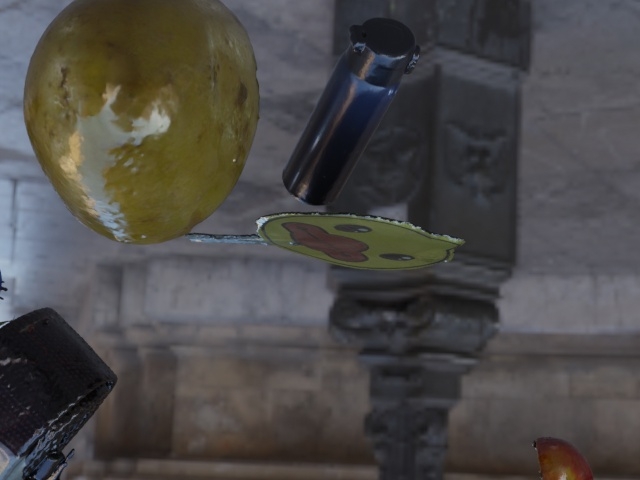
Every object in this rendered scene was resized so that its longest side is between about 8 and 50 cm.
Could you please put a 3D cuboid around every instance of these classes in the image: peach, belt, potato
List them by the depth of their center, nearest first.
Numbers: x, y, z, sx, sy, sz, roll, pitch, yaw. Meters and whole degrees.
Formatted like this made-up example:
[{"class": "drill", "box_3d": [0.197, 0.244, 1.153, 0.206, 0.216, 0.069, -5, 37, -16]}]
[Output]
[{"class": "potato", "box_3d": [-0.140, -0.100, 0.940, 0.178, 0.203, 0.158, 32, -177, 4]}, {"class": "belt", "box_3d": [-0.341, 0.218, 1.433, 0.289, 0.164, 0.184, -49, 175, 29]}, {"class": "peach", "box_3d": [0.292, 0.277, 1.556, 0.061, 0.098, 0.098, -18, 162, 13]}]

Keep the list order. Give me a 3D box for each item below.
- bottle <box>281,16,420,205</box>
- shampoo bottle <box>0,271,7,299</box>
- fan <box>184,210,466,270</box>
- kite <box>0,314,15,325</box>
[{"class": "bottle", "box_3d": [0.032, -0.137, 1.417, 0.082, 0.072, 0.244, 8, 140, -18]}, {"class": "shampoo bottle", "box_3d": [-0.575, 0.071, 2.155, 0.050, 0.087, 0.183, 11, 172, 15]}, {"class": "fan", "box_3d": [0.000, 0.001, 1.418, 0.335, 0.011, 0.229, 2, 165, 27]}, {"class": "kite", "box_3d": [-0.665, 0.173, 2.124, 0.321, 0.016, 0.234, -22, 165, 9]}]
